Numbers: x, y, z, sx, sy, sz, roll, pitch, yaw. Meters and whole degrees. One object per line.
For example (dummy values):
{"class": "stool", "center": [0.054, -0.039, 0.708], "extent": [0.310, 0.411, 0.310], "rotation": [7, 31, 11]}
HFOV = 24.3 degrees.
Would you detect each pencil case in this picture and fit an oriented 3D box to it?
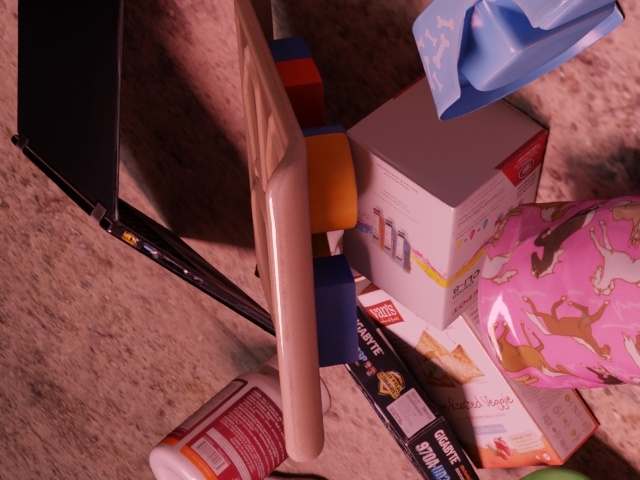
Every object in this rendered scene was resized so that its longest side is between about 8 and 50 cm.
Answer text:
{"class": "pencil case", "center": [0.289, 0.049, 1.130], "extent": [0.160, 0.167, 0.386], "rotation": [23, 169, -33]}

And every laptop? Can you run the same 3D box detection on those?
{"class": "laptop", "center": [-0.192, -0.132, 1.674], "extent": [0.408, 0.236, 0.382], "rotation": [35, -179, -32]}

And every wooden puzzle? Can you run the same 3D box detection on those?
{"class": "wooden puzzle", "center": [-0.019, -0.026, 1.359], "extent": [0.348, 0.080, 0.322], "rotation": [-102, 7, -54]}

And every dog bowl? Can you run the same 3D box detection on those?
{"class": "dog bowl", "center": [0.166, -0.181, 1.037], "extent": [0.074, 0.166, 0.297], "rotation": [60, 153, 7]}

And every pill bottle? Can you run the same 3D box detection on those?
{"class": "pill bottle", "center": [-0.097, 0.243, 1.862], "extent": [0.121, 0.221, 0.121], "rotation": [36, 149, 26]}

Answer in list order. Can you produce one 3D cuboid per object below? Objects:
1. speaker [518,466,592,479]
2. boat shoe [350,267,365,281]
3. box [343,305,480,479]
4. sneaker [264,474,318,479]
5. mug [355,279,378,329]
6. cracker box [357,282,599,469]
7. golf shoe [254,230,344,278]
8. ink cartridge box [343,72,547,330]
{"class": "speaker", "center": [0.234, 0.340, 1.556], "extent": [0.131, 0.131, 0.296], "rotation": [39, 159, 21]}
{"class": "boat shoe", "center": [0.059, 0.011, 1.539], "extent": [0.043, 0.049, 0.137], "rotation": [58, 149, -7]}
{"class": "box", "center": [0.096, 0.193, 1.581], "extent": [0.175, 0.051, 0.220], "rotation": [52, 176, 40]}
{"class": "sneaker", "center": [-0.080, 0.421, 2.117], "extent": [0.099, 0.153, 0.282], "rotation": [47, 153, -11]}
{"class": "mug", "center": [0.039, 0.078, 1.631], "extent": [0.078, 0.064, 0.062], "rotation": [-6, 120, 58]}
{"class": "cracker box", "center": [0.156, 0.121, 1.505], "extent": [0.232, 0.067, 0.155], "rotation": [56, 152, -7]}
{"class": "golf shoe", "center": [0.000, 0.000, 1.613], "extent": [0.086, 0.067, 0.186], "rotation": [21, 150, -17]}
{"class": "ink cartridge box", "center": [0.107, -0.037, 1.322], "extent": [0.127, 0.128, 0.176], "rotation": [37, 150, 25]}
